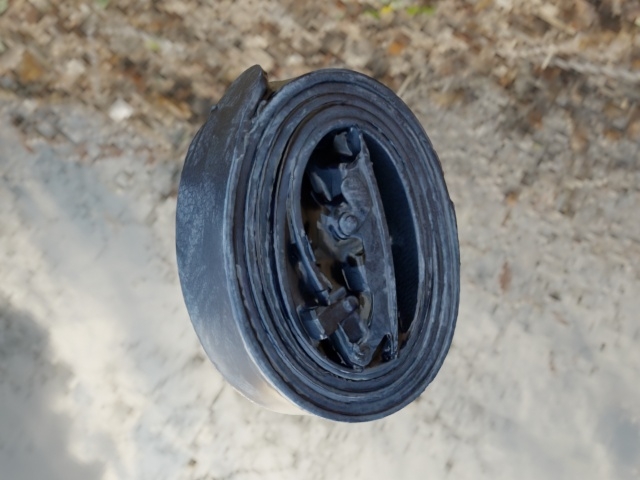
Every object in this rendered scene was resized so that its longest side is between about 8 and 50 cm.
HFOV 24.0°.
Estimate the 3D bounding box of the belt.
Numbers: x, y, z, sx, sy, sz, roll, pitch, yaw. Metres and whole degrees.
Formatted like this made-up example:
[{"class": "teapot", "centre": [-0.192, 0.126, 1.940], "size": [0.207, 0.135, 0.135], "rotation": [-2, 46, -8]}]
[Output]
[{"class": "belt", "centre": [0.000, 0.000, 0.798], "size": [0.082, 0.141, 0.190], "rotation": [-3, 93, 59]}]
